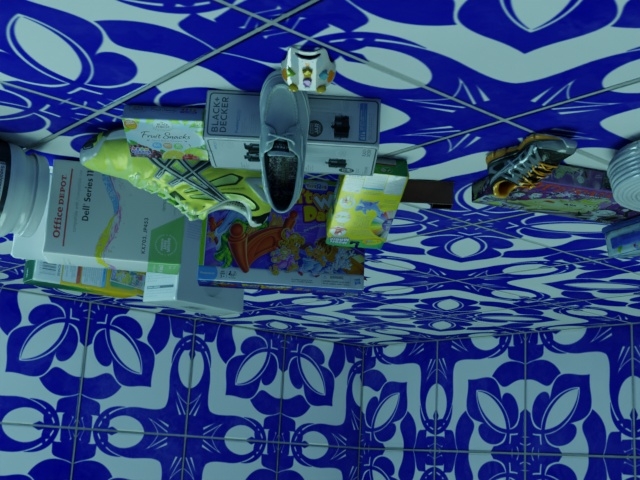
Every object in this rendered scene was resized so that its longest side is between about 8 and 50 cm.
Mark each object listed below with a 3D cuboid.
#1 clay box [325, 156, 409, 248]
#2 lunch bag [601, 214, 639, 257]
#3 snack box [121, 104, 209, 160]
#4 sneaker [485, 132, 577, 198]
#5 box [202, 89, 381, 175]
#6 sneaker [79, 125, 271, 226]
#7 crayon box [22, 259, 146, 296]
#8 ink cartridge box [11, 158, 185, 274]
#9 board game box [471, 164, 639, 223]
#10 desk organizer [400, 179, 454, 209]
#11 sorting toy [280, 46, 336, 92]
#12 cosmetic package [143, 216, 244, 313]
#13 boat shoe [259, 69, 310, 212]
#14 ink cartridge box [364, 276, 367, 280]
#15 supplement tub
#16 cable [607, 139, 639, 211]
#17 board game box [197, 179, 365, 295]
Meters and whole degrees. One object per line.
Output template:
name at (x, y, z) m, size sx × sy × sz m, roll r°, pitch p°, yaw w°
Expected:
clay box at (0.088, -0.073, 1.895) m, size 0.127 × 0.053 × 0.222 m, roll 6°, pitch 139°, yaw -10°
lunch bag at (0.731, -0.020, 2.040) m, size 0.176 × 0.090 × 0.219 m, roll -8°, pitch 172°, yaw -21°
snack box at (-0.268, -0.189, 1.653) m, size 0.141 × 0.037 × 0.100 m, roll 2°, pitch 141°, yaw 3°
sneaker at (0.383, -0.136, 1.707) m, size 0.084 × 0.083 × 0.215 m, roll 11°, pitch 163°, yaw -25°
box at (-0.047, -0.180, 1.605) m, size 0.290 × 0.087 × 0.169 m, roll 2°, pitch 167°, yaw 1°
sneaker at (-0.261, -0.120, 1.779) m, size 0.385 × 0.147 × 0.145 m, roll 8°, pitch 168°, yaw -11°
crayon box at (-0.561, 0.029, 2.347) m, size 0.323 × 0.203 × 0.083 m, roll 12°, pitch 164°, yaw -34°
ink cartridge box at (-0.464, -0.050, 1.983) m, size 0.353 × 0.207 × 0.119 m, roll 5°, pitch 168°, yaw -10°
board game box at (0.509, -0.096, 1.923) m, size 0.347 × 0.056 × 0.208 m, roll 8°, pitch 162°, yaw -18°
desk organizer at (0.213, -0.096, 1.976) m, size 0.130 × 0.050 × 0.047 m, roll 3°, pitch 167°, yaw 2°
sorting toy at (-0.019, -0.259, 1.392) m, size 0.083 × 0.045 × 0.075 m, roll 3°, pitch 148°, yaw 1°
cosmetic package at (-0.311, 0.061, 2.382) m, size 0.138 × 0.224 × 0.224 m, roll -6°, pitch 164°, yaw 42°
boat shoe at (-0.056, -0.149, 1.475) m, size 0.079 × 0.227 × 0.081 m, roll 0°, pitch -152°, yaw 1°
ink cartridge box at (0.000, 0.000, 2.158) m, size 0.181 × 0.056 × 0.224 m, roll 12°, pitch -158°, yaw -32°
supplement tub at (-0.682, -0.111, 1.817) m, size 0.272 × 0.191 × 0.191 m, roll 12°, pitch 164°, yaw -32°
cable at (0.648, -0.120, 1.692) m, size 0.257 × 0.089 × 0.257 m, roll -4°, pitch 165°, yaw 29°
board game box at (-0.079, -0.012, 2.006) m, size 0.347 × 0.233 × 0.078 m, roll 3°, pitch 166°, yaw -3°
